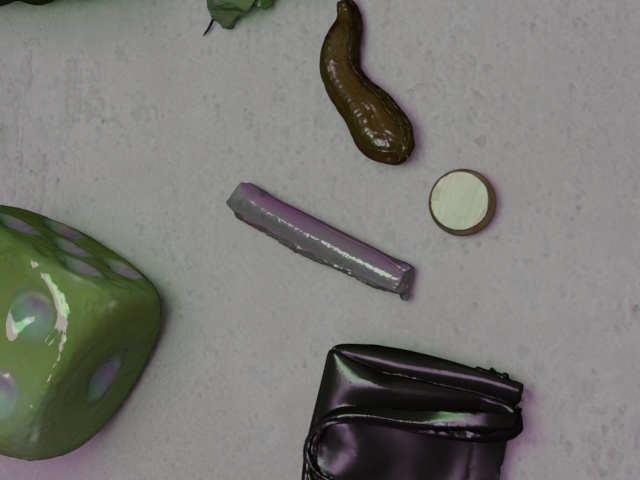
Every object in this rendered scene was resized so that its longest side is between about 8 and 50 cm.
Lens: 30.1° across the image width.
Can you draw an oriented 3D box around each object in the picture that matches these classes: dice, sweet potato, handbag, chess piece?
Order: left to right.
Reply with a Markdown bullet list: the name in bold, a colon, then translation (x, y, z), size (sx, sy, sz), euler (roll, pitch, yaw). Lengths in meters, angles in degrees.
- **dice**: translation (-0.372, 0.115, 1.514), size (0.250, 0.254, 0.252), euler (32, 97, 18)
- **sweet potato**: translation (0.050, -0.193, 1.505), size (0.081, 0.062, 0.233), euler (-23, 76, 0)
- **handbag**: translation (0.109, 0.277, 1.430), size (0.257, 0.113, 0.285), euler (8, 88, 11)
- **chess piece**: translation (0.175, -0.047, 1.465), size (0.084, 0.038, 0.083), euler (-1, 88, 19)

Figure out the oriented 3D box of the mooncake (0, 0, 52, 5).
- **mooncake**: translation (-0.390, -0.415, 1.526), size (0.351, 0.351, 0.187), euler (-8, 85, 17)

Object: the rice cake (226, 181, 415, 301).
- **rice cake**: translation (0.000, 0.000, 1.511), size (0.270, 0.049, 0.055), euler (28, 81, 19)

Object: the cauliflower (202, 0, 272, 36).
- **cauliflower**: translation (-0.083, -0.385, 1.506), size (0.256, 0.239, 0.315), euler (17, 114, -20)
